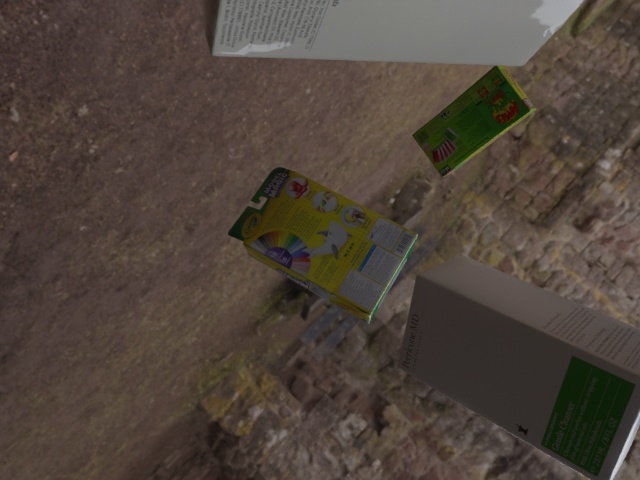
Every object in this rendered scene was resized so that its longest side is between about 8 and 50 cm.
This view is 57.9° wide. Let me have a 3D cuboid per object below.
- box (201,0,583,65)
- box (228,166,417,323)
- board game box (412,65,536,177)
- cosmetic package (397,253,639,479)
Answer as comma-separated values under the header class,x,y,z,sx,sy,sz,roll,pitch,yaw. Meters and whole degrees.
class,x,y,z,sx,sy,sz,roll,pitch,yaw
box,0.054,-0.202,0.427,0.275,0.094,0.113,-4,161,-19
box,0.000,0.000,0.621,0.105,0.179,0.043,-56,167,-18
board game box,0.253,-0.197,0.966,0.181,0.092,0.043,-38,173,35
cosmetic package,0.325,0.186,0.930,0.155,0.365,0.197,-20,124,-47
